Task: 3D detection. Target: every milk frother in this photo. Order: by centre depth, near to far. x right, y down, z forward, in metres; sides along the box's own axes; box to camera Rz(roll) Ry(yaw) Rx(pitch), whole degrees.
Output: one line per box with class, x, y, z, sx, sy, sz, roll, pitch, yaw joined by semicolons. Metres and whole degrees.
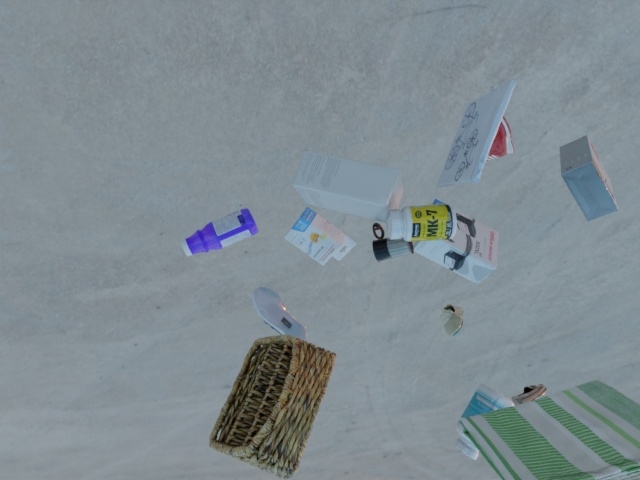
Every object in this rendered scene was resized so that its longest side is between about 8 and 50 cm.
milk frother;0.266;-0.007;1.564;0.134;0.143;0.129;-15;-178;21

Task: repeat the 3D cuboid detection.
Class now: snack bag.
snack bag;0.491;-0.325;1.341;0.037;0.342;0.323;21;93;-4

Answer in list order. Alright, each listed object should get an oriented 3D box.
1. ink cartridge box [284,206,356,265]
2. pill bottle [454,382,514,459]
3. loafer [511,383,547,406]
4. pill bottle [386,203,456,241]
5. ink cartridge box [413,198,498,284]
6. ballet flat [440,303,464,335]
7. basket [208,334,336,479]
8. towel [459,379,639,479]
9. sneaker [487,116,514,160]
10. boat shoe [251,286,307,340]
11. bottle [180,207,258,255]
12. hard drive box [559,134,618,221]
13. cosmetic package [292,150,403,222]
ink cartridge box;0.000;0.000;1.232;0.181;0.062;0.104;35;132;-6
pill bottle;0.626;0.705;1.636;0.264;0.146;0.146;-56;136;-7
loafer;0.505;0.370;1.017;0.125;0.039;0.045;-15;150;-39
pill bottle;0.330;-0.057;1.393;0.208;0.119;0.119;-4;143;-2
ink cartridge box;0.556;0.002;1.722;0.307;0.223;0.129;27;138;-1
ballet flat;0.489;0.292;1.591;0.086;0.086;0.248;-24;176;19
basket;-0.115;0.377;1.010;0.223;0.299;0.213;23;147;3
towel;0.457;0.357;0.774;0.324;0.248;0.038;-14;100;-7
sneaker;0.601;-0.360;1.493;0.128;0.087;0.221;-27;132;18
boat shoe;-0.180;0.305;1.716;0.306;0.113;0.105;45;151;-24
bottle;-0.384;-0.025;1.603;0.282;0.118;0.092;-24;133;-10
hard drive box;0.837;-0.200;1.324;0.089;0.232;0.181;-26;107;38
cosmetic package;0.106;-0.193;1.560;0.365;0.155;0.197;14;166;18
